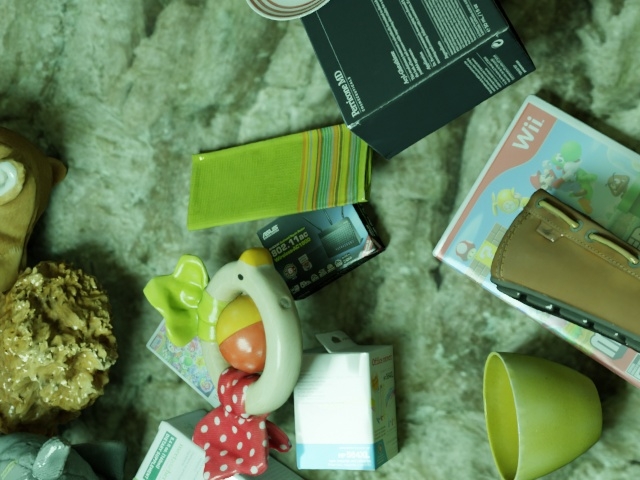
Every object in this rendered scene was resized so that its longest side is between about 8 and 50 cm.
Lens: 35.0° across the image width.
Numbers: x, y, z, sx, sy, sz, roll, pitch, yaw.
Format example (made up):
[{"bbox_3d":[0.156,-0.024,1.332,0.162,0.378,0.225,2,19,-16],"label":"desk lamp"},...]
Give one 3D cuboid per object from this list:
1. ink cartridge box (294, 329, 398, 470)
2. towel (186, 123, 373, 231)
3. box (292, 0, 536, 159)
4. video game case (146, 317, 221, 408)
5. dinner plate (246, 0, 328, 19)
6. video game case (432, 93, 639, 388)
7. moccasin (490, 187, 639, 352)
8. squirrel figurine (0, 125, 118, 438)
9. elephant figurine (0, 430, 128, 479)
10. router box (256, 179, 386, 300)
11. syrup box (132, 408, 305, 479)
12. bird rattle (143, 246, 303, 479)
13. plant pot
[{"bbox_3d":[0.028,0.171,1.114,0.090,0.092,0.143,-3,89,21],"label":"ink cartridge box"},{"bbox_3d":[-0.050,-0.074,1.157,0.237,0.021,0.102,-9,64,26],"label":"towel"},{"bbox_3d":[0.079,-0.246,1.058,0.184,0.103,0.261,-29,62,16],"label":"box"},{"bbox_3d":[-0.144,0.131,1.224,0.122,0.011,0.087,38,102,17],"label":"video game case"},{"bbox_3d":[-0.021,-0.292,1.062,0.141,0.017,0.141,-10,70,28],"label":"dinner plate"},{"bbox_3d":[0.286,0.005,1.052,0.285,0.025,0.204,34,101,18],"label":"video game case"},{"bbox_3d":[0.340,0.047,0.924,0.380,0.139,0.147,25,91,45],"label":"moccasin"},{"bbox_3d":[-0.407,0.064,1.229,0.397,0.281,0.370,33,91,4],"label":"squirrel figurine"},{"bbox_3d":[-0.283,0.297,1.151,0.186,0.239,0.169,16,82,43],"label":"elephant figurine"},{"bbox_3d":[0.000,0.000,1.155,0.122,0.038,0.092,-32,78,18],"label":"router box"},{"bbox_3d":[-0.086,0.299,1.156,0.237,0.096,0.093,31,102,20],"label":"syrup box"},{"bbox_3d":[-0.090,0.120,1.085,0.207,0.143,0.253,-46,49,48],"label":"bird rattle"},{"bbox_3d":[0.228,0.175,1.029,0.095,0.134,0.134,-5,88,-4],"label":"plant pot"}]
